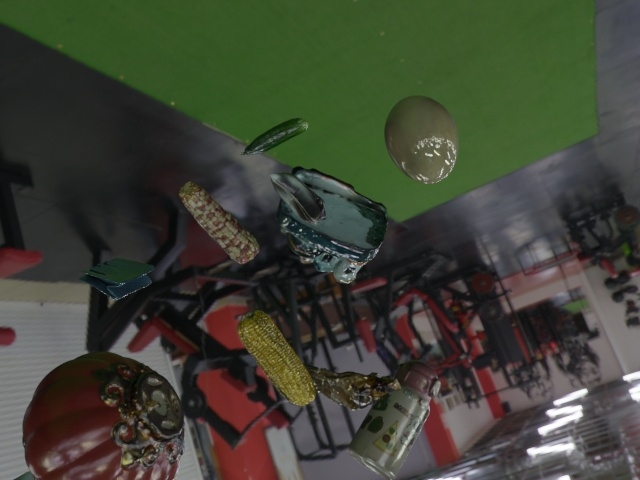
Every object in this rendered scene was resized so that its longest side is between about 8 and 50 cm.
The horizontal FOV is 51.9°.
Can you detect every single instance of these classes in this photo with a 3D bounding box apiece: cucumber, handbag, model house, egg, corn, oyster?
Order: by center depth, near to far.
[{"bbox_3d":[-0.081,0.218,1.219,0.072,0.203,0.072,-35,-174,4],"label":"corn"},{"bbox_3d":[-0.089,-0.199,1.267,0.155,0.037,0.037,-23,166,22],"label":"cucumber"},{"bbox_3d":[0.040,0.290,1.318,0.129,0.078,0.345,32,157,-25],"label":"oyster"},{"bbox_3d":[-0.239,-0.040,1.544,0.080,0.079,0.237,-27,119,29],"label":"corn"},{"bbox_3d":[0.000,0.000,1.575,0.253,0.184,0.291,22,145,-4],"label":"model house"},{"bbox_3d":[0.263,-0.261,1.700,0.186,0.241,0.186,-17,157,-8],"label":"egg"},{"bbox_3d":[-0.606,0.104,1.977,0.144,0.057,0.221,20,-165,9],"label":"handbag"}]

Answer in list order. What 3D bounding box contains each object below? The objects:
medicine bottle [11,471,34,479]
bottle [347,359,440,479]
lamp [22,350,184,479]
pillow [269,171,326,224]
[{"bbox_3d":[-0.498,0.503,1.082,0.083,0.121,0.229,-29,-158,10],"label":"medicine bottle"},{"bbox_3d":[0.169,0.377,1.427,0.253,0.120,0.120,-56,177,-20],"label":"bottle"},{"bbox_3d":[-0.291,0.263,0.882,0.227,0.226,0.227,-18,166,-5],"label":"lamp"},{"bbox_3d":[-0.043,-0.085,1.301,0.091,0.136,0.055,-42,174,-46],"label":"pillow"}]
